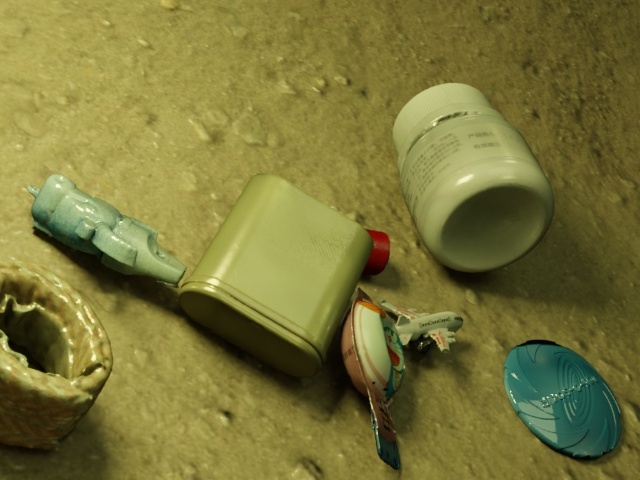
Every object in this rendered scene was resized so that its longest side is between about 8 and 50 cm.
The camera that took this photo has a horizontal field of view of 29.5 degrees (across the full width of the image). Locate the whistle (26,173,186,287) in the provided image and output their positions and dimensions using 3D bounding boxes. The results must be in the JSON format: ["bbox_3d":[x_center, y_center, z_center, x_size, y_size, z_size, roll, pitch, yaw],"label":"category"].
[{"bbox_3d":[-0.319,-0.012,1.811,0.269,0.093,0.180,28,9,-3],"label":"whistle"}]

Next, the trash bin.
[{"bbox_3d":[-0.063,0.050,1.865,0.243,0.121,0.247,30,58,-6],"label":"trash bin"}]

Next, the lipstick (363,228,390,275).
[{"bbox_3d":[0.000,0.000,2.036,0.241,0.080,0.080,13,45,-23],"label":"lipstick"}]

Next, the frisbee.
[{"bbox_3d":[0.427,0.265,2.101,0.242,0.045,0.242,20,42,-19],"label":"frisbee"}]

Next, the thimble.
[{"bbox_3d":[-0.390,0.148,1.580,0.229,0.148,0.196,37,38,-1],"label":"thimble"}]

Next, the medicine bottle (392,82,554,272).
[{"bbox_3d":[0.265,-0.120,2.204,0.245,0.245,0.306,12,37,-25],"label":"medicine bottle"}]

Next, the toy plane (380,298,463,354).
[{"bbox_3d":[0.174,0.147,2.015,0.171,0.065,0.162,6,23,-44],"label":"toy plane"}]

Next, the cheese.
[{"bbox_3d":[0.085,0.209,1.868,0.189,0.074,0.286,45,32,-56],"label":"cheese"}]
